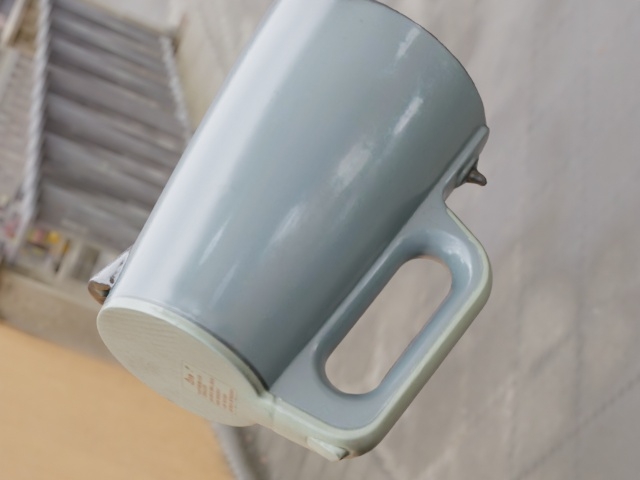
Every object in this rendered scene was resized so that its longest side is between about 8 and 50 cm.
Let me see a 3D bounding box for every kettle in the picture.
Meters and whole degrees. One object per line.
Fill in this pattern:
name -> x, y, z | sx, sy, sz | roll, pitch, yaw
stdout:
kettle -> 0.000, 0.000, 1.033 | 0.243, 0.211, 0.160 | -59, -7, -26
